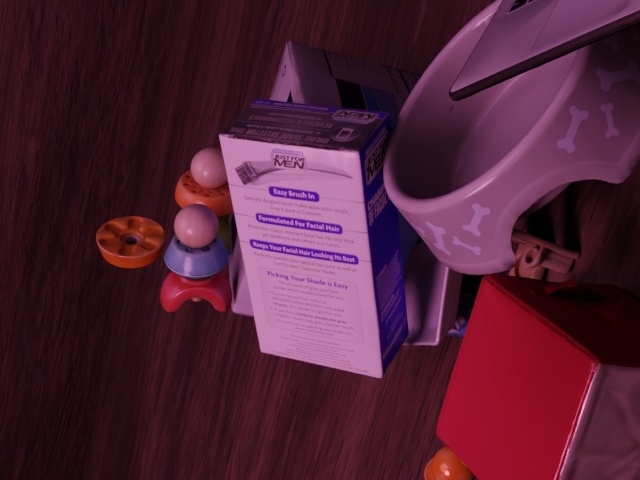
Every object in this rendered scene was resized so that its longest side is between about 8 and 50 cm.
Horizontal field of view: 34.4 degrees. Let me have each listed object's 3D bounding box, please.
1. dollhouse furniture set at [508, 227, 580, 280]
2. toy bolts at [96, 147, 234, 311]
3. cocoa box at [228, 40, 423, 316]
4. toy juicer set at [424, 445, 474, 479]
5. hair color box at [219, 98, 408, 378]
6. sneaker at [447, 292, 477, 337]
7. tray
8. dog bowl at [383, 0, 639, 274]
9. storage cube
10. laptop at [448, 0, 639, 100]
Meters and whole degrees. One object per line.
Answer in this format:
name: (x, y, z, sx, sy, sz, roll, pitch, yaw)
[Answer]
dollhouse furniture set: (0.208, 0.061, 1.185, 0.144, 0.123, 0.151, 18, 89, 65)
toy bolts: (-0.207, -0.023, 1.465, 0.228, 0.218, 0.158, -109, 20, -50)
cocoa box: (0.019, -0.071, 1.506, 0.231, 0.228, 0.347, -101, 27, -56)
toy juicer set: (0.207, 0.330, 1.223, 0.329, 0.089, 0.209, 161, 126, -72)
hair color box: (0.000, 0.000, 1.307, 0.110, 0.185, 0.339, -54, -35, -46)
sneaker: (0.195, 0.097, 1.326, 0.144, 0.053, 0.059, 0, 83, 65)
tray: (0.145, 0.071, 1.382, 0.270, 0.030, 0.145, 142, 139, -81)
dog bowl: (0.206, -0.136, 1.123, 0.349, 0.102, 0.349, -42, 26, 27)
storage cube: (0.257, 0.162, 1.018, 0.193, 0.184, 0.215, 42, 122, 59)
laptop: (0.251, -0.393, 0.953, 0.382, 0.236, 0.408, -18, 36, 57)
